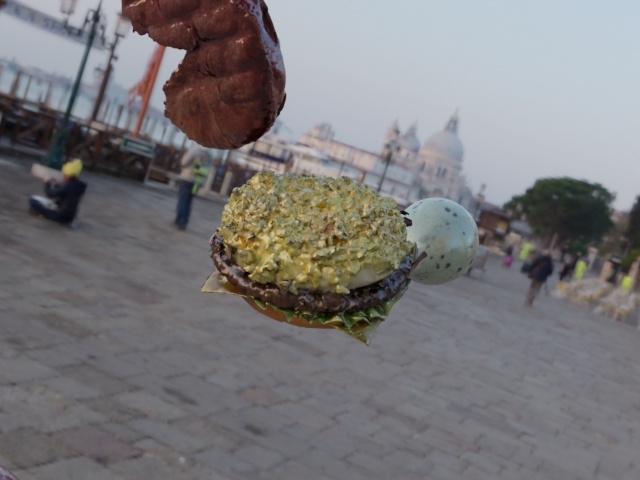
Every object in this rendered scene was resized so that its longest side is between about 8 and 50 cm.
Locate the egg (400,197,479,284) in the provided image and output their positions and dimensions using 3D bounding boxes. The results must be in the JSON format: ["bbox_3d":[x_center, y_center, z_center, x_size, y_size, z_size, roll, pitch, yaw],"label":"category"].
[{"bbox_3d":[0.160,0.002,1.254,0.131,0.131,0.164,21,18,27],"label":"egg"}]

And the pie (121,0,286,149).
[{"bbox_3d":[-0.122,-0.199,0.911,0.204,0.218,0.054,15,39,36],"label":"pie"}]

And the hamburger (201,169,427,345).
[{"bbox_3d":[0.000,0.000,0.977,0.243,0.138,0.261,16,28,11],"label":"hamburger"}]

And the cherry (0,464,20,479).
[{"bbox_3d":[-0.237,0.147,0.497,0.225,0.090,0.107,58,20,-19],"label":"cherry"}]
